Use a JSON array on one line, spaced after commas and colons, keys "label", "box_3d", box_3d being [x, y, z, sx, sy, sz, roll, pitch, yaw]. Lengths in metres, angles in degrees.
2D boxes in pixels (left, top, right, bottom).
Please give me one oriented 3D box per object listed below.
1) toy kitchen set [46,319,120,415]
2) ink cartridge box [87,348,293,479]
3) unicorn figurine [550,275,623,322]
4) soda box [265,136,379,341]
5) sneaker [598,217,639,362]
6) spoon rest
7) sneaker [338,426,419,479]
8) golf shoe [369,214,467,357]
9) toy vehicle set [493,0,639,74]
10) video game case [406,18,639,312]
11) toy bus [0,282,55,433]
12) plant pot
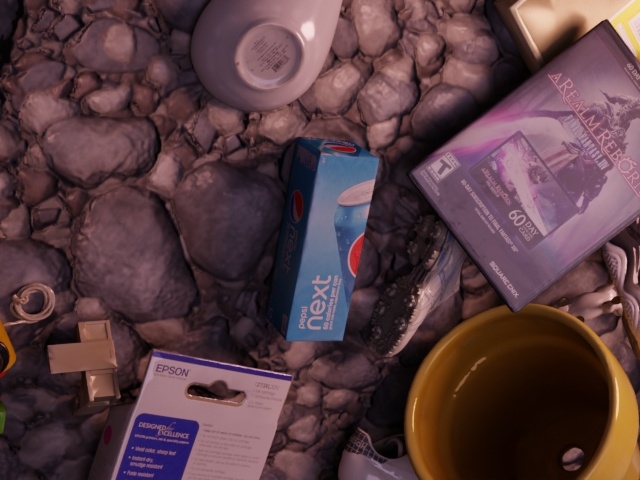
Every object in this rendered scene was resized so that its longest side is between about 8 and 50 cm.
[{"label": "toy kitchen set", "box_3d": [-0.255, 0.134, 1.239, 0.068, 0.075, 0.083, -2, 71, -27]}, {"label": "ink cartridge box", "box_3d": [-0.169, 0.294, 1.292, 0.176, 0.069, 0.371, 15, 100, -32]}, {"label": "unicorn figurine", "box_3d": [0.334, 0.083, 1.461, 0.162, 0.111, 0.060, -6, 74, 1]}, {"label": "soda box", "box_3d": [0.000, 0.000, 1.280, 0.071, 0.067, 0.210, 3, 109, -25]}, {"label": "sneaker", "box_3d": [0.407, 0.040, 1.349, 0.153, 0.101, 0.268, -19, 80, 8]}, {"label": "spoon rest", "box_3d": [-0.008, -0.237, 1.181, 0.276, 0.084, 0.137, -40, 120, 13]}, {"label": "sneaker", "box_3d": [0.128, 0.286, 1.445, 0.235, 0.090, 0.095, 13, 90, -31]}, {"label": "golf shoe", "box_3d": [0.123, 0.061, 1.362, 0.086, 0.069, 0.176, 21, 102, -35]}, {"label": "toy vehicle set", "box_3d": [0.323, -0.214, 1.358, 0.166, 0.035, 0.267, -39, 121, -6]}, {"label": "video game case", "box_3d": [0.260, -0.080, 1.308, 0.274, 0.026, 0.196, -38, 95, 1]}, {"label": "toy bus", "box_3d": [-0.366, 0.125, 1.142, 0.191, 0.104, 0.202, 22, 100, -30]}, {"label": "plant pot", "box_3d": [0.260, 0.231, 1.397, 0.254, 0.254, 0.239, -50, 141, 1]}]
